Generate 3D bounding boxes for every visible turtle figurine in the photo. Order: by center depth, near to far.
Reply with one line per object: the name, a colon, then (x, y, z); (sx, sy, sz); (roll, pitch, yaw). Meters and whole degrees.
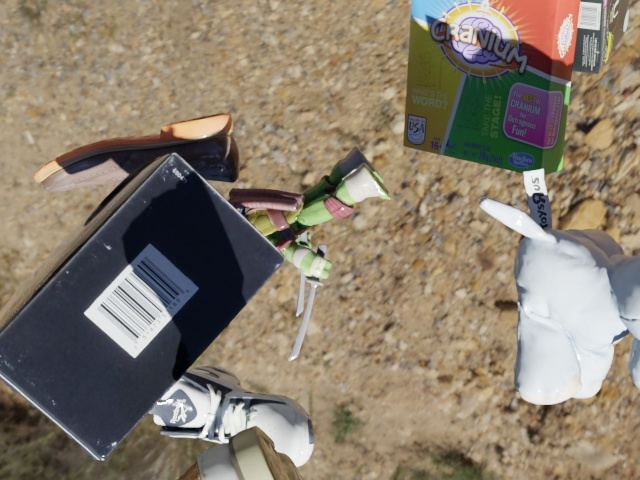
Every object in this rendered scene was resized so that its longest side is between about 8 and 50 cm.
turtle figurine: (0.000, 0.000, 1.546); (0.266, 0.198, 0.275); (-37, 78, 10)

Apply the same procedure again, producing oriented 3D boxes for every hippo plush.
hippo plush: (0.357, 0.059, 1.127); (0.236, 0.234, 0.294); (3, 111, 41)

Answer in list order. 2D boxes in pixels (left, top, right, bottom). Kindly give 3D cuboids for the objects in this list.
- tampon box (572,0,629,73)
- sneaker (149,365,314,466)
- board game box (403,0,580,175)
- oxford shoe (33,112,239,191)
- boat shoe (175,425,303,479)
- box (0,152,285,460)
tampon box: (0.381, -0.334, 1.438); (0.101, 0.161, 0.120); (13, 132, 26)
sneaker: (-0.129, 0.219, 1.227); (0.235, 0.153, 0.094); (29, 107, 43)
board game box: (0.237, -0.269, 1.403); (0.242, 0.064, 0.317); (17, 114, 39)
oxford shoe: (-0.313, -0.116, 1.686); (0.363, 0.130, 0.133); (-11, 99, 14)
boat shoe: (-0.062, 0.257, 0.909); (0.103, 0.113, 0.302); (-25, 145, -1)
box: (-0.231, 0.061, 1.172); (0.183, 0.296, 0.294); (44, 171, -13)
